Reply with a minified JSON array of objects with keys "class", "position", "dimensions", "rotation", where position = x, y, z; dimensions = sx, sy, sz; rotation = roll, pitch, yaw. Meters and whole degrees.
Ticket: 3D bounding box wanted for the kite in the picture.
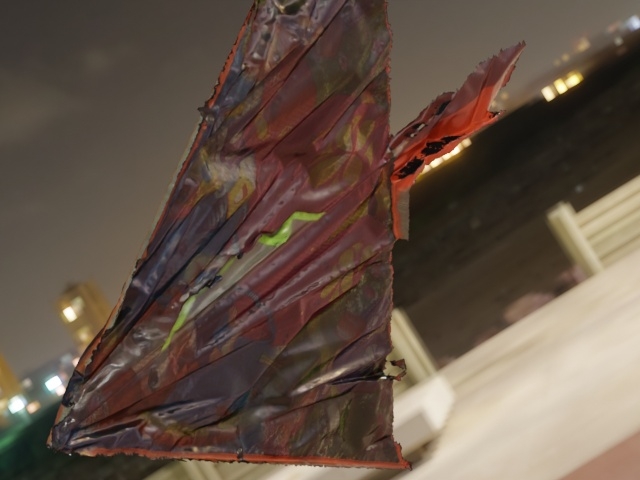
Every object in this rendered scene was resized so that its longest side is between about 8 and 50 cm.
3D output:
[{"class":"kite","position":[0.000,0.000,0.375],"dimensions":[0.189,0.009,0.232],"rotation":[-40,-37,-37]}]
